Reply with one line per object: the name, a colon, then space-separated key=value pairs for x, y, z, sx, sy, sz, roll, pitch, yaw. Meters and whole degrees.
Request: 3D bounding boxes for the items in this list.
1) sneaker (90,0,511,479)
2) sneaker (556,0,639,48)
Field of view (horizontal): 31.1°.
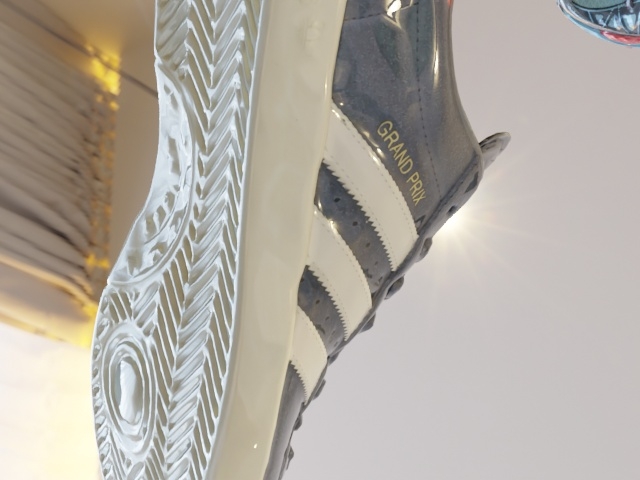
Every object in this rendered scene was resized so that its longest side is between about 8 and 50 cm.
sneaker: x=0.000 y=0.000 z=0.496 sx=0.131 sy=0.148 sz=0.350 roll=36 pitch=-61 yaw=48
sneaker: x=0.327 y=-0.226 z=0.974 sx=0.262 sy=0.125 sz=0.104 roll=6 pitch=-95 yaw=21
